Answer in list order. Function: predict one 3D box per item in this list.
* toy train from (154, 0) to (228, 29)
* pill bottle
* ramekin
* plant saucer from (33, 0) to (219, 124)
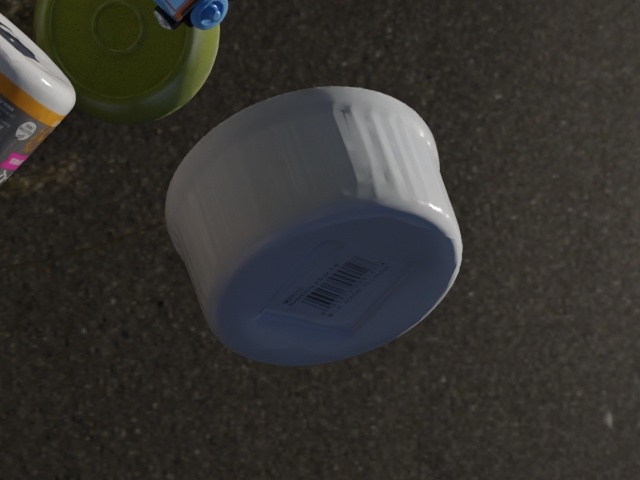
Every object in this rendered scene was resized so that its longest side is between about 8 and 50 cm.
[{"bbox_3d":[-0.098,-0.282,1.051,0.184,0.080,0.105,-44,150,0],"label":"toy train"},{"bbox_3d":[-0.374,-0.087,1.018,0.278,0.162,0.162,-46,134,5],"label":"pill bottle"},{"bbox_3d":[0.000,0.000,1.054,0.277,0.277,0.135,33,29,-47],"label":"ramekin"},{"bbox_3d":[-0.247,-0.264,1.374,0.037,0.241,0.240,-47,126,-80],"label":"plant saucer"}]
